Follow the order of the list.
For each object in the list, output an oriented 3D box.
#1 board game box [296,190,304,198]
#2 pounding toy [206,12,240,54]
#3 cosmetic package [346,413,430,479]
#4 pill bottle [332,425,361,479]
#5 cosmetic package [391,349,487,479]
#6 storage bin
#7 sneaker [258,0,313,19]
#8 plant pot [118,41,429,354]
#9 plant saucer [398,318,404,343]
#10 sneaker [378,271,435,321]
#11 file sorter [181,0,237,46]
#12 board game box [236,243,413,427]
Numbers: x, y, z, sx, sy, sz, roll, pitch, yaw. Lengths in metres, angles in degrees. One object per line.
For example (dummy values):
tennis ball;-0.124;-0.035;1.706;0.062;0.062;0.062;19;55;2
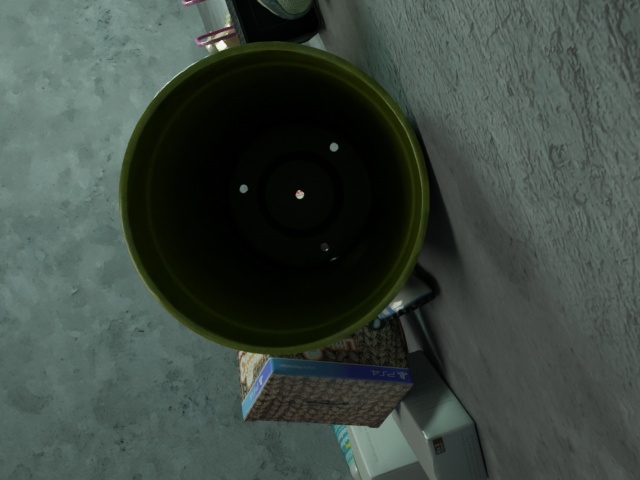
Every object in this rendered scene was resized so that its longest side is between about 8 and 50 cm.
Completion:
board game box;-0.022;-0.078;1.651;0.193;0.147;0.045;-133;23;-72
pounding toy;-0.156;-0.447;2.004;0.154;0.155;0.269;42;-166;-21
cosmetic package;0.148;0.415;1.699;0.365;0.155;0.197;77;173;-53
pill bottle;0.125;0.514;2.227;0.146;0.146;0.264;78;170;-51
cosmetic package;0.174;0.283;1.392;0.231;0.086;0.117;-127;18;-62
storage bin;-0.082;-0.379;1.332;0.084;0.122;0.180;-148;38;-80
sneaker;-0.064;-0.417;1.148;0.122;0.110;0.283;-126;16;-56
plant pot;-0.045;-0.058;1.201;0.353;0.367;0.366;-43;-67;-85
plant saucer;0.098;0.147;1.679;0.200;0.037;0.200;161;90;-74
sneaker;0.103;0.063;1.299;0.237;0.085;0.086;-155;40;-79
file sorter;-0.168;-0.486;1.461;0.202;0.182;0.290;-127;18;-71
board game box;-0.008;0.137;1.423;0.141;0.232;0.291;119;150;-44
